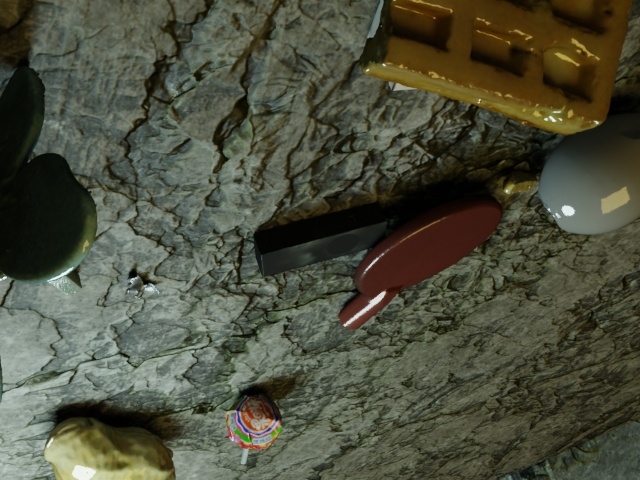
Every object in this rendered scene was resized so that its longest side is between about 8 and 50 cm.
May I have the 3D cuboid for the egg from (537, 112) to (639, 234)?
[{"bbox_3d":[0.470,-0.111,1.685,0.232,0.176,0.176,-37,145,24],"label":"egg"}]

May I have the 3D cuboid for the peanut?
[{"bbox_3d":[-0.427,0.455,2.106,0.174,0.158,0.340,-17,153,40],"label":"peanut"}]

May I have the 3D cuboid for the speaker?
[{"bbox_3d":[0.000,0.000,1.726,0.218,0.044,0.082,-14,149,-9],"label":"speaker"}]

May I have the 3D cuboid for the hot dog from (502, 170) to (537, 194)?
[{"bbox_3d":[0.335,-0.102,1.766,0.090,0.034,0.030,-12,144,-52],"label":"hot dog"}]

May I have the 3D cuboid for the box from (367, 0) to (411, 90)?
[{"bbox_3d":[0.191,-0.311,1.273,0.194,0.111,0.260,-7,144,-21],"label":"box"}]

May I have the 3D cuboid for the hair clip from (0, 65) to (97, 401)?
[{"bbox_3d":[-0.447,-0.025,1.175,0.238,0.318,0.392,4,144,-33],"label":"hair clip"}]

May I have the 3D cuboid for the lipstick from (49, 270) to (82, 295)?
[{"bbox_3d":[-0.409,0.043,1.578,0.030,0.030,0.129,-23,149,6],"label":"lipstick"}]

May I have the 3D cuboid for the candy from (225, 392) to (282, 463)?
[{"bbox_3d":[-0.156,0.439,2.293,0.124,0.124,0.365,-12,155,-13],"label":"candy"}]

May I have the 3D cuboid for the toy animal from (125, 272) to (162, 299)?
[{"bbox_3d":[-0.299,0.081,1.702,0.050,0.028,0.084,-32,147,5],"label":"toy animal"}]

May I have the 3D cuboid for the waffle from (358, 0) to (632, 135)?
[{"bbox_3d":[0.219,-0.306,1.110,0.304,0.077,0.348,11,95,-24],"label":"waffle"}]

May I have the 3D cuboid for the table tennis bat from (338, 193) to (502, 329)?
[{"bbox_3d":[0.162,0.043,1.855,0.268,0.051,0.415,-8,153,-40],"label":"table tennis bat"}]
